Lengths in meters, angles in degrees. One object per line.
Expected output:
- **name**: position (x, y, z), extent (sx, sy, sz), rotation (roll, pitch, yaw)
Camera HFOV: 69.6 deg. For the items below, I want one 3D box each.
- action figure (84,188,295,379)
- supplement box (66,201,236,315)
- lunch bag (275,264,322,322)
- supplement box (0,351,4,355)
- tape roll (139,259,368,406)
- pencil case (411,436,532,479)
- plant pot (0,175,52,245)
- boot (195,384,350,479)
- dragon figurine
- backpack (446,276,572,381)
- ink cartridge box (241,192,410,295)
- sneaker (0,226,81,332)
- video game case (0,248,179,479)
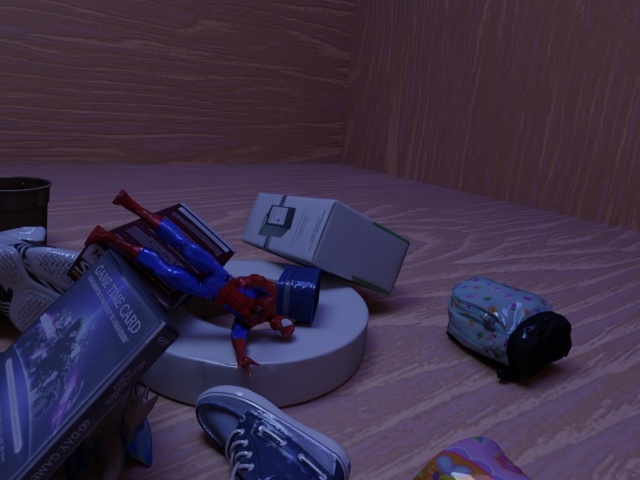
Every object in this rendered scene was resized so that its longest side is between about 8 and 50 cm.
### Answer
- **action figure**: position (-0.138, 0.057, 0.551), extent (0.280, 0.092, 0.139), rotation (35, 4, -21)
- **supplement box**: position (-0.232, 0.031, 0.684), extent (0.130, 0.073, 0.239), rotation (43, 18, -2)
- **lunch bag**: position (-0.036, 0.076, 0.696), extent (0.065, 0.067, 0.098), rotation (7, 15, 5)
- **supplement box**: position (-0.349, 0.175, 0.531), extent (0.083, 0.056, 0.083), rotation (4, 16, -4)
- **tape roll**: position (-0.115, 0.127, 0.747), extent (0.391, 0.072, 0.392), rotation (5, 17, -2)
- **pencil case**: position (0.168, 0.262, 0.295), extent (0.124, 0.124, 0.284), rotation (-2, 18, -25)
- **plant pot**: position (-0.668, -0.043, 0.990), extent (0.166, 0.165, 0.167), rotation (6, 16, -2)
- **boot**: position (-0.069, 0.212, 0.466), extent (0.189, 0.069, 0.086), rotation (14, 16, 23)
- **dragon figurine**: position (-0.219, 0.187, 0.478), extent (0.085, 0.144, 0.289), rotation (-1, 36, -25)
- **backpack**: position (0.298, 0.137, 0.765), extent (0.151, 0.115, 0.182), rotation (-8, 18, -31)
- **ink cartridge box**: position (0.000, 0.000, 0.946), extent (0.211, 0.122, 0.289), rotation (25, -6, -34)
- **sneaker**: position (-0.461, 0.049, 0.742), extent (0.365, 0.138, 0.210), rotation (-3, 16, 6)
- **video game case**: position (-0.260, 0.141, 0.408), extent (0.274, 0.026, 0.196), rotation (-48, 38, -13)
